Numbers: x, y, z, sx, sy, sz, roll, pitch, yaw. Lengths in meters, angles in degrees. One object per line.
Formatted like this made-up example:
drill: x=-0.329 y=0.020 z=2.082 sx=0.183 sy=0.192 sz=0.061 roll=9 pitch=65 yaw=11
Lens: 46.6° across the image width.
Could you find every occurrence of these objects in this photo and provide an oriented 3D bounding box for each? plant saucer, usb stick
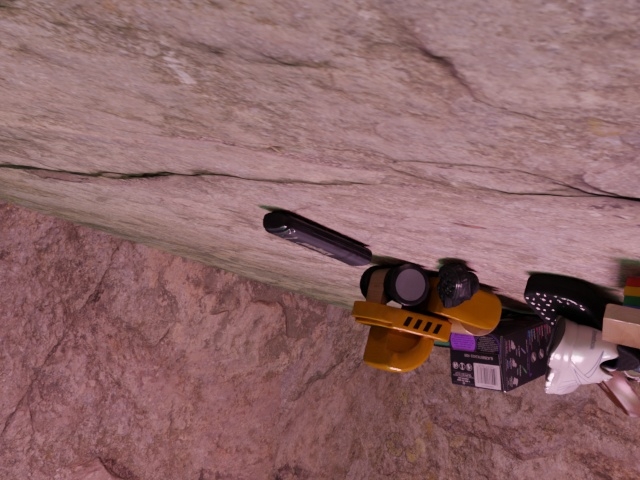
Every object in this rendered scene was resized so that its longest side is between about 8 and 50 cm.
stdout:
plant saucer: x=0.748 y=0.353 z=1.972 sx=0.310 sy=0.050 sz=0.310 roll=49 pitch=-176 yaw=-5
usb stick: x=0.000 y=0.000 z=1.464 sx=0.077 sy=0.045 sz=0.278 roll=8 pitch=170 yaw=42

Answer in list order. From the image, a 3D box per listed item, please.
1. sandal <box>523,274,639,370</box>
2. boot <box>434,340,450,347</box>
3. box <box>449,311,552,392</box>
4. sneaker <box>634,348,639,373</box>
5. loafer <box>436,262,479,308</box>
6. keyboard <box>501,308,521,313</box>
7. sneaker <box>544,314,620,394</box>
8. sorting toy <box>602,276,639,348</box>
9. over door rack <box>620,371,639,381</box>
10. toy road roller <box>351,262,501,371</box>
sandal: x=0.544 y=0.156 z=1.488 sx=0.168 sy=0.107 sz=0.446 roll=10 pitch=158 yaw=37
boot: x=0.445 y=0.274 z=2.174 sx=0.348 sy=0.131 sz=0.260 roll=3 pitch=-176 yaw=5
box: x=0.471 y=0.277 z=1.891 sx=0.271 sy=0.143 sz=0.165 roll=-9 pitch=-173 yaw=-43
sneaker: x=0.893 y=0.339 z=2.129 sx=0.164 sy=0.086 sz=0.226 roll=18 pitch=173 yaw=-43
loafer: x=0.285 y=0.086 z=1.521 sx=0.078 sy=0.076 sz=0.223 roll=-22 pitch=163 yaw=-1
keyboard: x=0.588 y=0.232 z=2.095 sx=0.192 sy=0.038 sz=0.100 roll=15 pitch=172 yaw=-12
sneaker: x=0.506 y=0.244 z=1.443 sx=0.130 sy=0.110 sz=0.297 roll=12 pitch=160 yaw=20
sorting toy: x=0.580 y=0.125 z=1.154 sx=0.256 sy=0.089 sz=0.257 roll=11 pitch=170 yaw=22
over door rack: x=0.914 y=0.307 z=1.853 sx=0.325 sy=0.108 sz=0.239 roll=0 pitch=170 yaw=15
toy road roller: x=0.231 y=0.196 z=1.722 sx=0.330 sy=0.240 sz=0.202 roll=17 pitch=172 yaw=-17
